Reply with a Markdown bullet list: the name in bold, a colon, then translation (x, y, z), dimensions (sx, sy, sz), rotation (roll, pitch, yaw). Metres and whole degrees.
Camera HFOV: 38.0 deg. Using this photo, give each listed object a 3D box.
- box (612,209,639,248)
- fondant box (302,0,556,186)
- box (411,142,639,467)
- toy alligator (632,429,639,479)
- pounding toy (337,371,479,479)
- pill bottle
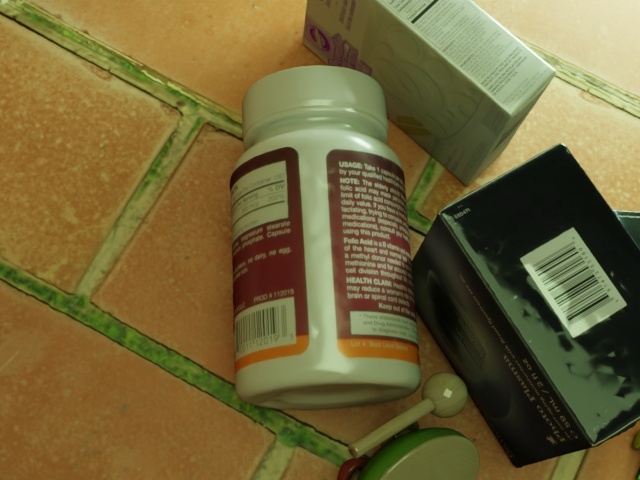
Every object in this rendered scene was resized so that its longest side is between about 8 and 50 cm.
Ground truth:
- **box**: translation (0.428, 0.041, 1.260), dimensions (0.180, 0.077, 0.147), rotation (3, 71, -4)
- **fondant box**: translation (0.129, -0.248, 1.246), dimensions (0.330, 0.238, 0.096), rotation (43, 74, 9)
- **box**: translation (0.259, 0.095, 1.111), dimensions (0.183, 0.294, 0.296), rotation (-29, 76, -12)
- **toy alligator**: translation (0.461, 0.230, 1.212), dimensions (0.056, 0.051, 0.189), rotation (31, 71, 5)
- **pounding toy**: translation (0.086, 0.258, 1.112), dimensions (0.183, 0.236, 0.110), rotation (-24, 40, -24)
- **pill bottle**: translation (0.000, 0.000, 1.156), dimensions (0.224, 0.224, 0.392), rotation (-1, 72, -6)
